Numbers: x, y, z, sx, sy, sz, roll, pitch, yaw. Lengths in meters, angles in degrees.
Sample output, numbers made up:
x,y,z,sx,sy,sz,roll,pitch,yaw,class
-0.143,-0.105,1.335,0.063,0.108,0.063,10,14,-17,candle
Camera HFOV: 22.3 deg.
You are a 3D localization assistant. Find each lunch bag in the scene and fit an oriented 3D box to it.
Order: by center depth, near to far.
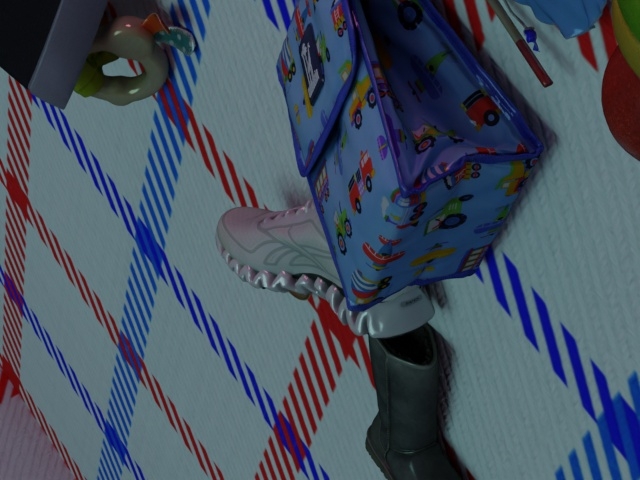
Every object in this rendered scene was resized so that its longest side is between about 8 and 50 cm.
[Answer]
x,y,z,sx,sy,sz,roll,pitch,yaw,class
0.049,-0.124,1.428,0.221,0.138,0.293,110,139,-60,lunch bag

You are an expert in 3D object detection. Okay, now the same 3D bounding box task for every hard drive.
x,y,z,sx,sy,sz,roll,pitch,yaw,class
-0.300,-0.294,1.816,0.172,0.054,0.255,39,114,40,hard drive

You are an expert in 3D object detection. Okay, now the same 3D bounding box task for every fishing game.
x,y,z,sx,sy,sz,roll,pitch,yaw,class
0.162,-0.238,1.168,0.189,0.041,0.264,59,162,23,fishing game

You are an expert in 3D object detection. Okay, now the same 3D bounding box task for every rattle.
x,y,z,sx,sy,sz,roll,pitch,yaw,class
-0.211,-0.249,1.867,0.130,0.143,0.199,33,141,-13,rattle

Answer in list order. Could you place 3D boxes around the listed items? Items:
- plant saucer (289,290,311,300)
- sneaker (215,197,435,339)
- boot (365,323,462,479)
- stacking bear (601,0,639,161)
x,y,z,sx,sy,sz,roll,pitch,yaw,class
-0.030,0.027,1.825,0.083,0.015,0.083,43,149,33,plant saucer
0.000,0.000,1.654,0.292,0.110,0.118,20,126,44,sneaker
0.108,0.187,1.681,0.189,0.076,0.208,42,142,31,boot
0.249,-0.143,0.973,0.175,0.164,0.289,51,158,21,stacking bear
